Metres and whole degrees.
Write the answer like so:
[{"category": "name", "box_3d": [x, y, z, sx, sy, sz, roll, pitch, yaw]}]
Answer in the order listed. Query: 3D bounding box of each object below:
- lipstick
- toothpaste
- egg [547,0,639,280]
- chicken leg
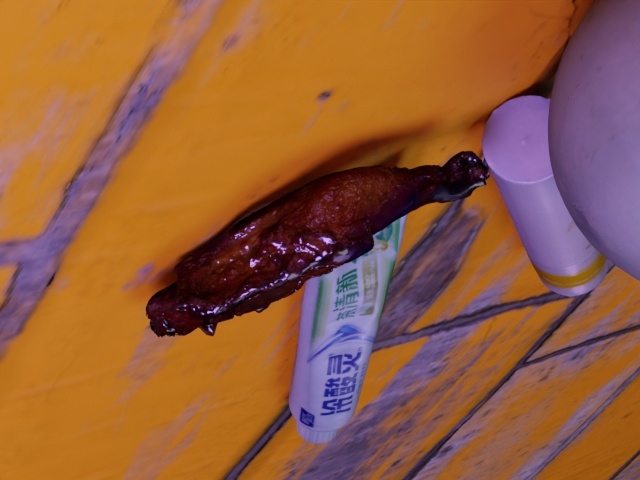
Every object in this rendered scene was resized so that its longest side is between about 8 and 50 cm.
[{"category": "lipstick", "box_3d": [0.154, -0.023, 1.045, 0.059, 0.059, 0.264, -36, 157, 2]}, {"category": "toothpaste", "box_3d": [0.012, 0.052, 1.017, 0.074, 0.048, 0.297, -20, 151, -19]}, {"category": "egg", "box_3d": [0.236, -0.072, 0.864, 0.282, 0.203, 0.203, -35, 166, -52]}, {"category": "chicken leg", "box_3d": [-0.002, -0.001, 0.864, 0.205, 0.053, 0.093, -24, 163, 4]}]
